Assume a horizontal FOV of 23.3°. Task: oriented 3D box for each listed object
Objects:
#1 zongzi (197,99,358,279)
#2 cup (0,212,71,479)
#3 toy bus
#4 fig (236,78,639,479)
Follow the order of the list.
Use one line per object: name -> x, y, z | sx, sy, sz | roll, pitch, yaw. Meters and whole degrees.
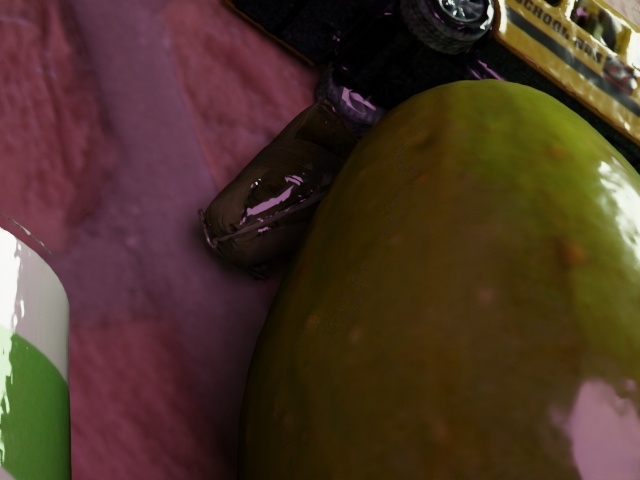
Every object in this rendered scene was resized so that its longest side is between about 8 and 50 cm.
zongzi -> 0.000, 0.000, 0.855 | 0.119, 0.055, 0.109 | 52, 58, -14
cup -> -0.199, 0.136, 0.592 | 0.253, 0.253, 0.274 | 16, 56, -22
toy bus -> 0.113, -0.093, 0.913 | 0.335, 0.121, 0.123 | 34, 51, -11
fig -> 0.084, 0.075, 0.755 | 0.258, 0.258, 0.326 | 6, 60, -26
